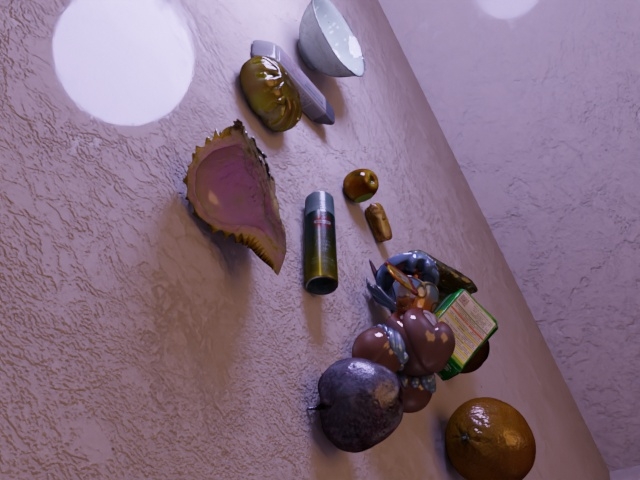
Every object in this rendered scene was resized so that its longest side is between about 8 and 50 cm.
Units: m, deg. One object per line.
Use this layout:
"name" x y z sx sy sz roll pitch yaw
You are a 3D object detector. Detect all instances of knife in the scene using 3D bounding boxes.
"knife" 0.199 0.169 1.886 0.035 0.018 0.247 -20 82 -61

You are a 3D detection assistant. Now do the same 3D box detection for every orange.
"orange" 0.479 0.574 1.791 0.264 0.264 0.264 43 33 -37

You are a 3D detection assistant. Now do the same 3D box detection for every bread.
"bread" 0.190 -0.057 2.025 0.074 0.053 0.132 -3 72 -63
"bread" -0.123 -0.397 1.682 0.213 0.104 0.213 46 28 -33

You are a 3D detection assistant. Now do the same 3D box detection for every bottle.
"bottle" 0.000 0.000 1.580 0.082 0.082 0.286 42 33 -39

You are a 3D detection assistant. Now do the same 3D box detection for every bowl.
"bowl" 0.010 -0.656 2.116 0.313 0.146 0.313 43 32 -36

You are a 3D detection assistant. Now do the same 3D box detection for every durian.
"durian" -0.155 -0.081 1.294 0.195 0.185 0.305 -81 146 -79

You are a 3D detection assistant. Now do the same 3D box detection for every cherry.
"cherry" 0.083 0.341 1.313 0.195 0.195 0.195 43 33 -37

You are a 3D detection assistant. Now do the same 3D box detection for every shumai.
"shumai" 0.372 0.165 2.114 0.272 0.204 0.222 37 2 30

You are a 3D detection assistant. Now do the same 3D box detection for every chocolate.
"chocolate" 0.457 0.357 2.053 0.177 0.176 0.177 43 33 -37

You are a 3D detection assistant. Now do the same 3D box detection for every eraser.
"eraser" -0.074 -0.469 1.887 0.352 0.061 0.089 42 33 -40

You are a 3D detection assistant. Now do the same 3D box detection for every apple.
"apple" 0.125 -0.176 1.952 0.114 0.102 0.099 18 53 -56

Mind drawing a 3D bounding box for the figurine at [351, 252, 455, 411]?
"figurine" 0.223 0.224 1.667 0.277 0.248 0.388 46 21 -28

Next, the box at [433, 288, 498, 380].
"box" 0.410 0.284 1.918 0.180 0.103 0.250 48 60 3
